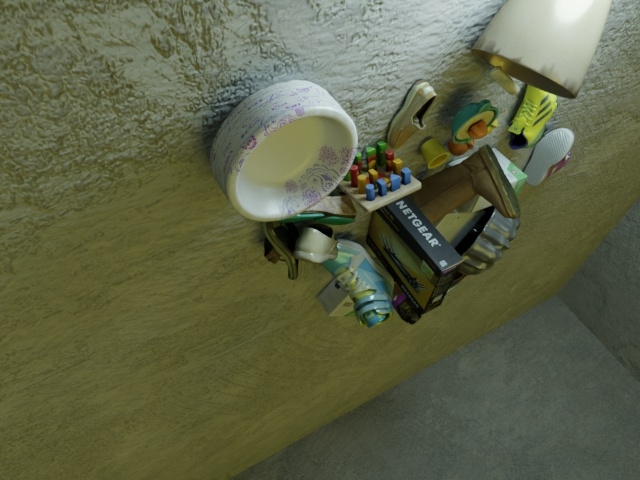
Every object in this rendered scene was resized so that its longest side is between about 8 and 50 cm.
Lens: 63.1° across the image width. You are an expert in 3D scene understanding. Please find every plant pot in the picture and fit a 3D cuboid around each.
[{"bbox_3d":[0.513,-0.490,1.135,0.256,0.256,0.274,6,118,-49],"label":"plant pot"}]

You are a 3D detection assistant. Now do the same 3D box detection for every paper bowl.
[{"bbox_3d":[-0.081,-0.185,1.033,0.284,0.148,0.284,-26,150,-16],"label":"paper bowl"}]

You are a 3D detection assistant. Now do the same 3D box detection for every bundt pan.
[{"bbox_3d":[0.559,-0.020,1.778,0.330,0.124,0.331,-59,-178,4],"label":"bundt pan"}]

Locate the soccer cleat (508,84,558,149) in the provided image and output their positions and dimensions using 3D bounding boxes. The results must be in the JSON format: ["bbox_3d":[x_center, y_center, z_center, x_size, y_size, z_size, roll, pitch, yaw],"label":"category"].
[{"bbox_3d":[0.618,-0.369,1.542,0.121,0.093,0.289,-27,150,-1],"label":"soccer cleat"}]

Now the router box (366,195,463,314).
[{"bbox_3d":[0.263,0.029,1.533,0.081,0.309,0.243,-23,148,-21],"label":"router box"}]

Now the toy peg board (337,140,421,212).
[{"bbox_3d":[0.137,-0.167,1.287,0.161,0.160,0.079,-26,134,-17],"label":"toy peg board"}]

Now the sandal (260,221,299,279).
[{"bbox_3d":[-0.111,0.001,1.338,0.086,0.120,0.302,-5,149,11],"label":"sandal"}]

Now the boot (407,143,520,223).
[{"bbox_3d":[0.400,-0.111,1.475,0.269,0.236,0.089,-32,151,33],"label":"boot"}]

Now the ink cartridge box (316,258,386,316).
[{"bbox_3d":[0.121,0.161,1.799,0.160,0.092,0.219,11,127,-50],"label":"ink cartridge box"}]

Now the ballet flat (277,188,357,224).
[{"bbox_3d":[-0.018,-0.094,1.271,0.108,0.106,0.316,-11,174,29],"label":"ballet flat"}]

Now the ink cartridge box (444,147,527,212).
[{"bbox_3d":[0.504,-0.188,1.621,0.212,0.154,0.093,-20,145,-25],"label":"ink cartridge box"}]

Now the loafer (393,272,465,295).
[{"bbox_3d":[0.379,0.121,1.885,0.366,0.133,0.130,-14,162,-11],"label":"loafer"}]

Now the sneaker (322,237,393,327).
[{"bbox_3d":[0.113,0.138,1.552,0.319,0.208,0.127,33,127,-29],"label":"sneaker"}]

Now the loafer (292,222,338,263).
[{"bbox_3d":[0.000,0.000,1.375,0.268,0.102,0.092,-37,143,-78],"label":"loafer"}]

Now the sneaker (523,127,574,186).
[{"bbox_3d":[0.836,-0.320,1.842,0.161,0.102,0.282,-29,161,-18],"label":"sneaker"}]

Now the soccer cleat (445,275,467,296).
[{"bbox_3d":[0.563,0.137,2.226,0.143,0.116,0.331,-20,154,-55],"label":"soccer cleat"}]

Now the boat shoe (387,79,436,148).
[{"bbox_3d":[0.222,-0.290,1.267,0.068,0.072,0.190,-16,146,-31],"label":"boat shoe"}]

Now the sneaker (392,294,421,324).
[{"bbox_3d":[0.356,0.267,2.142,0.102,0.146,0.293,-36,151,1],"label":"sneaker"}]

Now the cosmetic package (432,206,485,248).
[{"bbox_3d":[0.374,-0.054,1.705,0.225,0.138,0.224,-6,140,-43],"label":"cosmetic package"}]

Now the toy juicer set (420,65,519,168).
[{"bbox_3d":[0.428,-0.311,1.375,0.209,0.089,0.329,-13,155,-37],"label":"toy juicer set"}]
